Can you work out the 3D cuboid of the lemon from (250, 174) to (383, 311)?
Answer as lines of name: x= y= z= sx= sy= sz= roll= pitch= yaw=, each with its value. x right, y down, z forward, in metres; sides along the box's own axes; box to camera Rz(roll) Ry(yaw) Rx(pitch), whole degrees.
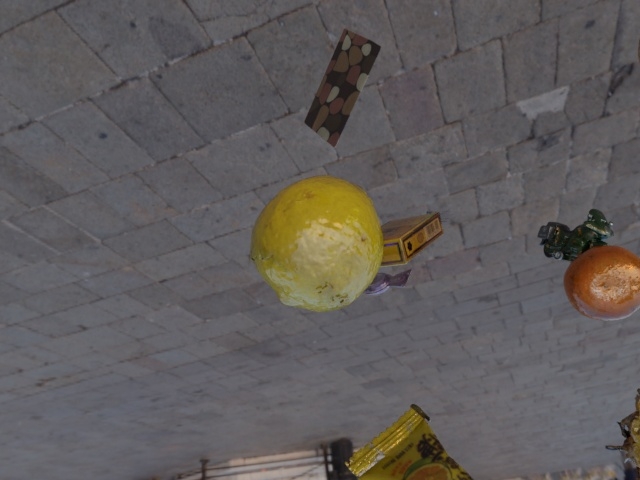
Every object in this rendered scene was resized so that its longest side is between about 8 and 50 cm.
lemon: x=0.000 y=0.000 z=1.342 sx=0.350 sy=0.387 sz=0.350 roll=33 pitch=166 yaw=9

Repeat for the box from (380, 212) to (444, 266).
box: x=0.244 y=0.000 z=1.631 sx=0.193 sy=0.084 sz=0.301 roll=-11 pitch=-169 yaw=37

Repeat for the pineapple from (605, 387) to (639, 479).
pineapple: x=0.509 y=0.277 z=0.688 sx=0.221 sy=0.221 sz=0.047 roll=-16 pitch=137 yaw=14

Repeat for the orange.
orange: x=0.826 y=0.122 z=1.486 sx=0.224 sy=0.224 sz=0.170 roll=-21 pitch=172 yaw=21

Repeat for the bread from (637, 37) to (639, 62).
bread: x=0.544 y=-0.247 z=0.616 sx=0.274 sy=0.274 sz=0.149 roll=-30 pitch=159 yaw=32

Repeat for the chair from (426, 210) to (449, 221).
chair: x=0.460 y=-0.093 z=2.014 sx=0.086 sy=0.042 sz=0.037 roll=1 pitch=160 yaw=0

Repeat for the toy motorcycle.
toy motorcycle: x=0.837 y=-0.014 z=1.677 sx=0.125 sy=0.187 sz=0.275 roll=16 pitch=-179 yaw=-21

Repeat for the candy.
candy: x=0.202 y=0.431 z=0.872 sx=0.187 sy=0.297 sz=0.081 roll=-31 pitch=132 yaw=-21

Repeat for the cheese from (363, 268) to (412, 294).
cheese: x=0.211 y=0.141 z=1.703 sx=0.191 sy=0.105 sz=0.042 roll=-16 pitch=117 yaw=38

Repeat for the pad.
pad: x=0.043 y=-0.342 z=1.146 sx=0.003 sy=0.158 sz=0.235 roll=9 pitch=117 yaw=-38
